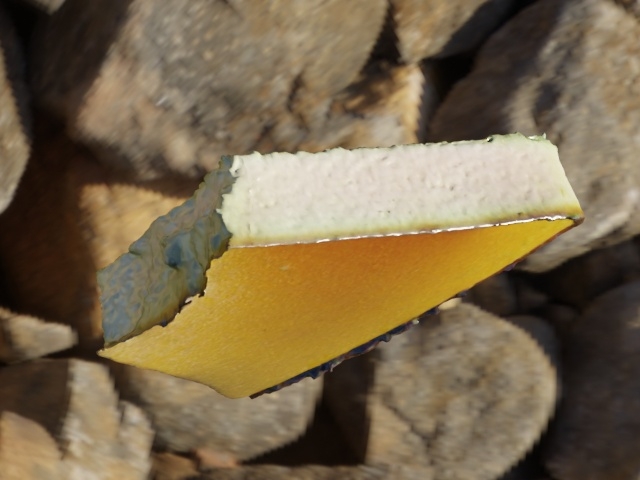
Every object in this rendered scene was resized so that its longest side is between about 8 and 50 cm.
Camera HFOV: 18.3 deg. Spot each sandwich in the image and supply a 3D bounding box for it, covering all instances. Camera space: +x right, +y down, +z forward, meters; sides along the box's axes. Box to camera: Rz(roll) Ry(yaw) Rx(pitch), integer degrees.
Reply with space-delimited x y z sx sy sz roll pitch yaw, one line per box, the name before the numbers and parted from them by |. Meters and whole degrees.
sandwich | 0.000 0.000 0.867 0.193 0.162 0.058 -29 66 19
